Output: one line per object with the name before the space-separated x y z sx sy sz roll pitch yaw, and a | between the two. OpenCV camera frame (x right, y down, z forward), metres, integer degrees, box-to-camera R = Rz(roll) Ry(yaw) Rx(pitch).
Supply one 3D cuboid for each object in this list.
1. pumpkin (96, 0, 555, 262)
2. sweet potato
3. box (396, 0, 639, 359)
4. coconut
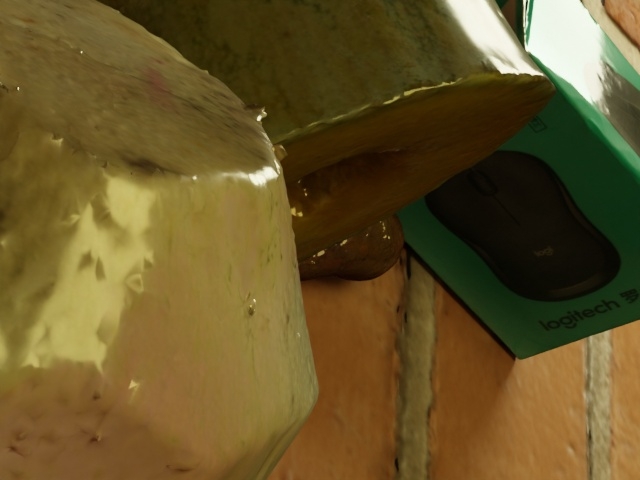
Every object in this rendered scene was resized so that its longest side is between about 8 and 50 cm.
pumpkin | -0.055 -0.098 1.133 0.332 0.332 0.199 -13 76 -57
sweet potato | 0.006 -0.002 1.382 0.226 0.068 0.068 -5 76 -56
box | 0.160 -0.058 1.512 0.311 0.205 0.118 46 36 -33
coconut | -0.184 0.055 0.848 0.352 0.352 0.353 33 46 -42
